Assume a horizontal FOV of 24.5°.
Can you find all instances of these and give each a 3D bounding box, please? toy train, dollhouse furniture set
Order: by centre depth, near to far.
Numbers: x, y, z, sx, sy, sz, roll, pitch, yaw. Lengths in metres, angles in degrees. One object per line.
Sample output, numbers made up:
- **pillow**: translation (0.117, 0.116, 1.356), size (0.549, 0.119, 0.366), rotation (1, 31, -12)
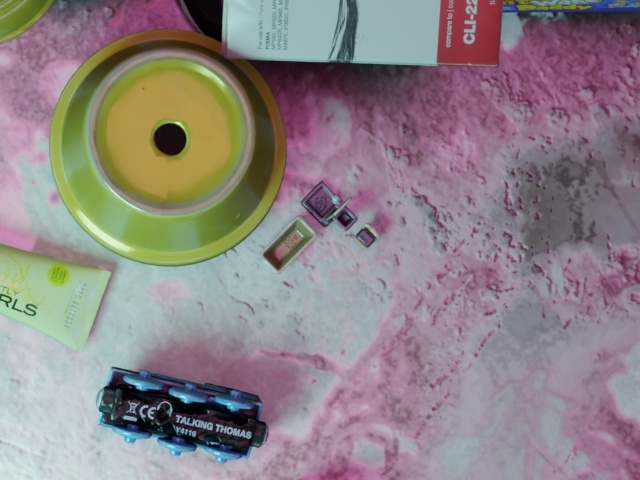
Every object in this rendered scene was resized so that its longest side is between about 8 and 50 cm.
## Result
- **toy train**: translation (-0.146, 0.183, 1.557), size (0.184, 0.105, 0.080), rotation (13, 90, -8)
- **dollhouse furniture set**: translation (0.000, 0.000, 1.610), size (0.091, 0.081, 0.114), rotation (45, 80, -2)

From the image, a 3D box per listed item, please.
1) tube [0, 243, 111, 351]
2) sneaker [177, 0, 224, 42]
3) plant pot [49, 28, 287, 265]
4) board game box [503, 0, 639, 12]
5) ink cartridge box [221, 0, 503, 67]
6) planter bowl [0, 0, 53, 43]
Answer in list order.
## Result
- **tube**: translation (-0.349, 0.035, 1.565), size (0.240, 0.062, 0.070), rotation (21, 122, -11)
- **sneaker**: translation (-0.115, -0.358, 1.604), size (0.107, 0.124, 0.283), rotation (-7, 86, -10)
- **plant pot**: translation (-0.155, -0.098, 1.506), size (0.254, 0.239, 0.254), rotation (0, 90, -6)
- **board game box**: translation (0.239, -0.375, 1.637), size (0.347, 0.078, 0.233), rotation (0, 85, 8)
- **ink cartridge box**: translation (0.039, -0.253, 1.496), size (0.272, 0.197, 0.114), rotation (1, 109, -1)
- **planter bowl**: translation (-0.382, -0.321, 1.576), size (0.217, 0.090, 0.217), rotation (1, 85, -10)
